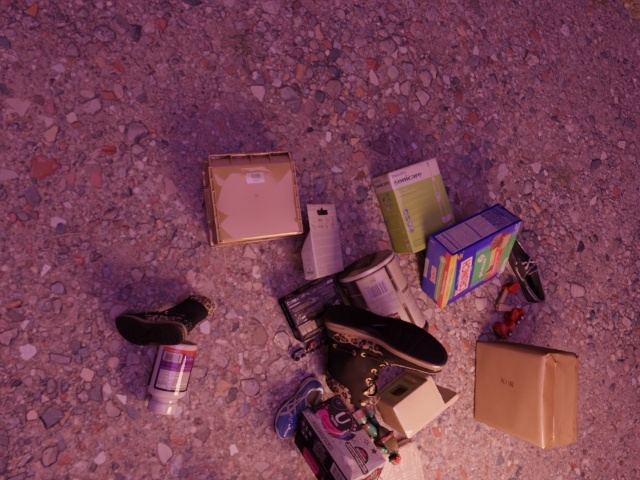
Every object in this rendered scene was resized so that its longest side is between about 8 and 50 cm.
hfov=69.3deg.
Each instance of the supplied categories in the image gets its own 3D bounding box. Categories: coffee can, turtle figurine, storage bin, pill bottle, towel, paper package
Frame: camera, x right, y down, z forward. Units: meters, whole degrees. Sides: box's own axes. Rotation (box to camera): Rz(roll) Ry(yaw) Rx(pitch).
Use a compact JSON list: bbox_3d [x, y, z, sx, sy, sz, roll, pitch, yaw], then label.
[{"bbox_3d":[0.202,0.195,1.502,0.201,0.201,0.275,-29,98,-21],"label":"coffee can"},{"bbox_3d":[0.183,0.640,1.475,0.118,0.175,0.234,-34,72,6],"label":"turtle figurine"},{"bbox_3d":[-0.207,-0.125,1.397,0.262,0.123,0.260,-7,90,-22],"label":"storage bin"},{"bbox_3d":[-0.418,0.376,1.292,0.108,0.108,0.193,16,82,-21],"label":"pill bottle"},{"bbox_3d":[0.219,0.799,1.562,0.282,0.049,0.187,-11,90,-21],"label":"towel"},{"bbox_3d":[0.712,0.522,1.625,0.168,0.325,0.309,6,84,-22],"label":"paper package"}]

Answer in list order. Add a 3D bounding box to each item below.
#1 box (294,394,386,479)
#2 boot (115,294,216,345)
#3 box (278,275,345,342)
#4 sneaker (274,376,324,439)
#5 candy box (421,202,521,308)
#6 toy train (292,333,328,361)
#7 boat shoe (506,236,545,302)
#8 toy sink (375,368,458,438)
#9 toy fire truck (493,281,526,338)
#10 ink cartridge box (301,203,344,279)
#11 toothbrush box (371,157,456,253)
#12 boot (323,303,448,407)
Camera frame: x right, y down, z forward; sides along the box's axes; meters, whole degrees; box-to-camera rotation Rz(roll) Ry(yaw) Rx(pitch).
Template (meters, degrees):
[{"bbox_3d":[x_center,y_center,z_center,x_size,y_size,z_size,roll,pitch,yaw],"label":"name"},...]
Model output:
[{"bbox_3d":[0.053,0.617,1.366,0.142,0.247,0.163,-13,132,-34],"label":"box"},{"bbox_3d":[-0.431,0.218,1.302,0.178,0.236,0.085,-40,127,-61],"label":"boot"},{"bbox_3d":[-0.020,0.215,1.477,0.180,0.077,0.147,-27,98,-21],"label":"box"},{"bbox_3d":[-0.067,0.522,1.441,0.080,0.081,0.211,39,76,-17],"label":"sneaker"},{"bbox_3d":[0.517,0.053,1.611,0.317,0.122,0.268,-24,138,-20],"label":"candy box"},{"bbox_3d":[-0.022,0.341,1.499,0.158,0.027,0.036,-25,86,-21],"label":"toy train"},{"bbox_3d":[0.791,0.106,1.798,0.108,0.102,0.301,-22,96,-21],"label":"boat shoe"},{"bbox_3d":[0.316,0.521,1.559,0.234,0.153,0.131,-29,98,-20],"label":"toy sink"},{"bbox_3d":[0.723,0.270,1.792,0.192,0.047,0.135,-45,103,-17],"label":"toy fire truck"},{"bbox_3d":[0.000,0.000,1.461,0.181,0.056,0.225,-8,87,-60],"label":"ink cartridge box"},{"bbox_3d":[0.330,-0.118,1.613,0.206,0.122,0.283,-21,96,-22],"label":"toothbrush box"},{"bbox_3d":[0.173,0.373,1.387,0.138,0.377,0.284,-42,142,-54],"label":"boot"}]
